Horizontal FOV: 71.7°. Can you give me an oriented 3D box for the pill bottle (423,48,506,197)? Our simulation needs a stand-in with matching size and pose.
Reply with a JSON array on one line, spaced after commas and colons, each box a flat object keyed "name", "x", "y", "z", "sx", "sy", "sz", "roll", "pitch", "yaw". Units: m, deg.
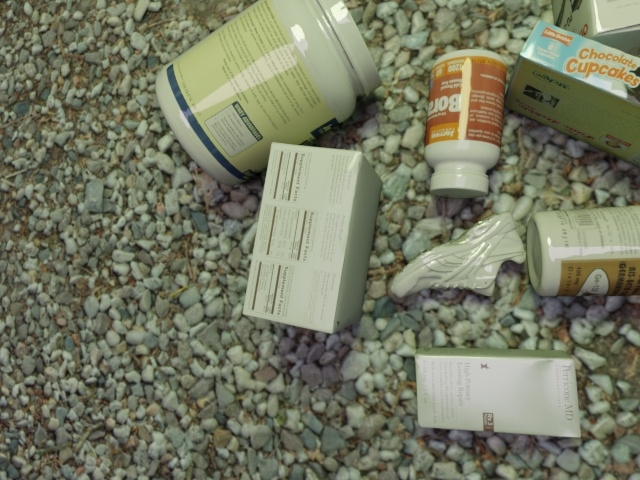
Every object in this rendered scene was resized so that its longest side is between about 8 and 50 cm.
[{"name": "pill bottle", "x": 0.233, "y": -0.183, "z": 0.723, "sx": 0.121, "sy": 0.121, "sz": 0.216, "roll": 4, "pitch": 86, "yaw": 16}]

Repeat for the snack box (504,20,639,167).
[{"name": "snack box", "x": 0.432, "y": -0.184, "z": 0.634, "sx": 0.322, "sy": 0.187, "sz": 0.060, "roll": 31, "pitch": 94, "yaw": 15}]

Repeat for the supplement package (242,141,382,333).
[{"name": "supplement package", "x": 0.000, "y": 0.000, "z": 0.731, "sx": 0.145, "sy": 0.204, "sz": 0.262, "roll": 9, "pitch": 88, "yaw": 17}]

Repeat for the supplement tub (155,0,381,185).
[{"name": "supplement tub", "x": -0.084, "y": -0.268, "z": 0.761, "sx": 0.324, "sy": 0.235, "sz": 0.235, "roll": -29, "pitch": 79, "yaw": 12}]

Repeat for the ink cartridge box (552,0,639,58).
[{"name": "ink cartridge box", "x": 0.420, "y": -0.382, "z": 0.660, "sx": 0.100, "sy": 0.172, "sz": 0.237, "roll": -5, "pitch": 84, "yaw": 15}]

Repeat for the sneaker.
[{"name": "sneaker", "x": 0.229, "y": 0.050, "z": 0.725, "sx": 0.232, "sy": 0.090, "sz": 0.115, "roll": -30, "pitch": 82, "yaw": 12}]

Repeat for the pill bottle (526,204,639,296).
[{"name": "pill bottle", "x": 0.435, "y": 0.015, "z": 0.646, "sx": 0.229, "sy": 0.131, "sz": 0.131, "roll": -3, "pitch": 85, "yaw": 15}]

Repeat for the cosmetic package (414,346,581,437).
[{"name": "cosmetic package", "x": 0.271, "y": 0.233, "z": 0.700, "sx": 0.231, "sy": 0.085, "sz": 0.117, "roll": -4, "pitch": 85, "yaw": 17}]
